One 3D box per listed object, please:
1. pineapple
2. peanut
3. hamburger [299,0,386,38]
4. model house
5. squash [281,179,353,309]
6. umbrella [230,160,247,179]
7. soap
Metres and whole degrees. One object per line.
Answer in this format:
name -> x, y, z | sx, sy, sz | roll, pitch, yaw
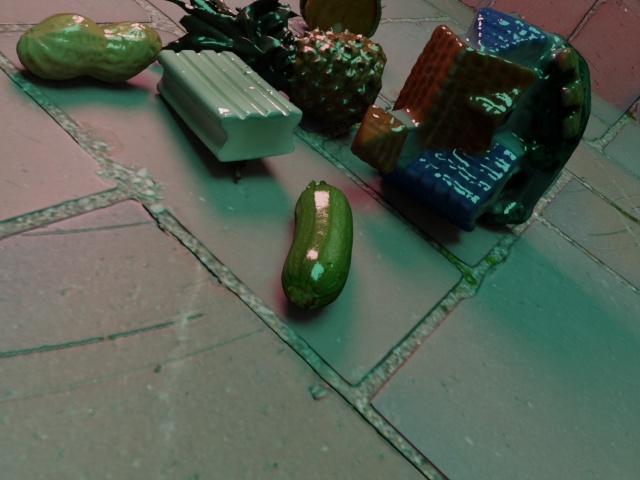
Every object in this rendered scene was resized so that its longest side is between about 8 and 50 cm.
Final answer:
pineapple -> -0.076, -0.301, 0.886 | 0.365, 0.165, 0.165 | 18, 37, -15
peanut -> -0.292, -0.249, 0.732 | 0.187, 0.082, 0.082 | -11, 52, -42
hamburger -> 0.049, -0.506, 1.225 | 0.186, 0.177, 0.113 | -8, 37, -5
model house -> 0.213, -0.167, 0.811 | 0.252, 0.294, 0.329 | 42, 34, 23
squash -> 0.000, 0.000, 0.649 | 0.077, 0.068, 0.219 | 17, 36, -10
umbrella -> -0.117, -0.136, 0.772 | 0.027, 0.025, 0.165 | -9, 44, -7
soap -> -0.128, -0.187, 0.756 | 0.119, 0.066, 0.198 | -12, 44, -35
